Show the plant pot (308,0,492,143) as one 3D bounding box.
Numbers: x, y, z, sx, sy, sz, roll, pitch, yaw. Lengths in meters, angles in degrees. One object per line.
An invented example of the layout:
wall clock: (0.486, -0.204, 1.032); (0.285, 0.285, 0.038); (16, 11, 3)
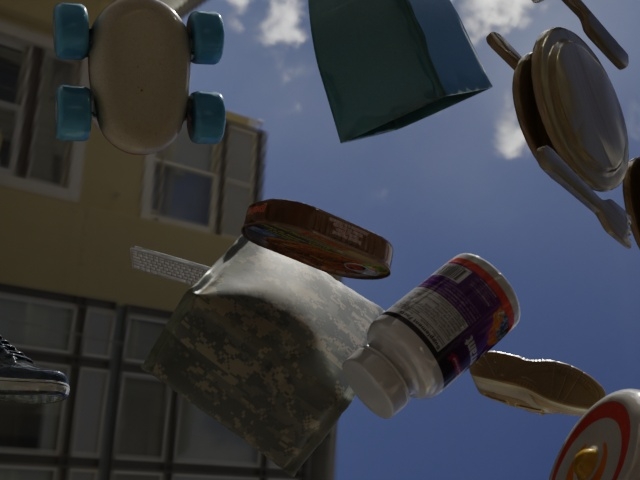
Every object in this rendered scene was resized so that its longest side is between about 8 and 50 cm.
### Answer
plant pot: (0.088, -0.275, 1.262); (0.166, 0.165, 0.234); (-22, -90, 34)

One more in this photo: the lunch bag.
lunch bag: (-0.051, 0.115, 1.211); (0.169, 0.235, 0.287); (-56, 178, 31)

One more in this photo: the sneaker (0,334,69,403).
sneaker: (-0.377, 0.097, 1.072); (0.226, 0.086, 0.163); (6, -107, 15)

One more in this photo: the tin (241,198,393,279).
tin: (0.000, 0.000, 1.074); (0.106, 0.190, 0.040); (-6, -115, 55)

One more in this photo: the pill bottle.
pill bottle: (0.121, 0.109, 1.051); (0.108, 0.193, 0.108); (43, -25, 25)

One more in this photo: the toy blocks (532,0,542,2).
toy blocks: (0.312, -0.507, 1.191); (0.260, 0.309, 0.288); (59, -13, 19)

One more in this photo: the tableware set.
tableware set: (0.160, -0.038, 0.516); (0.039, 0.194, 0.128); (-20, -133, 41)

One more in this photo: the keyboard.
keyboard: (-0.246, 0.068, 1.828); (0.072, 0.256, 0.014); (101, 7, -49)

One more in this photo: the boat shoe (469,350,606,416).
boat shoe: (0.269, 0.185, 1.170); (0.170, 0.059, 0.063); (15, -131, 29)

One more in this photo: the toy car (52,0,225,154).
toy car: (-0.269, -0.221, 1.330); (0.238, 0.219, 0.210); (-176, -95, -69)

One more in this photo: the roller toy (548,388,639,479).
roller toy: (0.325, 0.260, 0.971); (0.209, 0.146, 0.191); (-64, -175, -18)
